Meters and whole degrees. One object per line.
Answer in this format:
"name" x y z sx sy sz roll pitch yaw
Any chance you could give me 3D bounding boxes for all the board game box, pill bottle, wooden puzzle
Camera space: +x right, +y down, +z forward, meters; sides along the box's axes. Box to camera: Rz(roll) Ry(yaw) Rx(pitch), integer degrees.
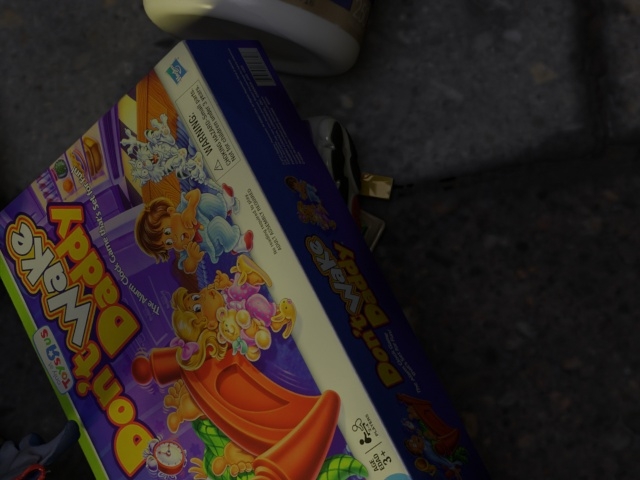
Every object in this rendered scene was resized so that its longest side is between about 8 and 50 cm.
"board game box" -0.061 0.078 1.296 0.233 0.078 0.347 -39 70 33
"pill bottle" -0.015 -0.257 1.364 0.153 0.153 0.265 14 83 16
"wooden puzzle" 0.000 0.000 1.382 0.078 0.014 0.116 20 85 17

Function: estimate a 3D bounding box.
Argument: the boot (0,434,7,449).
"boot" -0.344 0.125 1.408 0.189 0.076 0.208 -43 79 -13

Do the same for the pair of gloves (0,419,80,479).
"pair of gloves" -0.242 0.168 1.280 0.198 0.159 0.023 -29 95 -9

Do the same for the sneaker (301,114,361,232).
"sneaker" -0.009 0.001 1.354 0.071 0.068 0.170 -9 70 23
